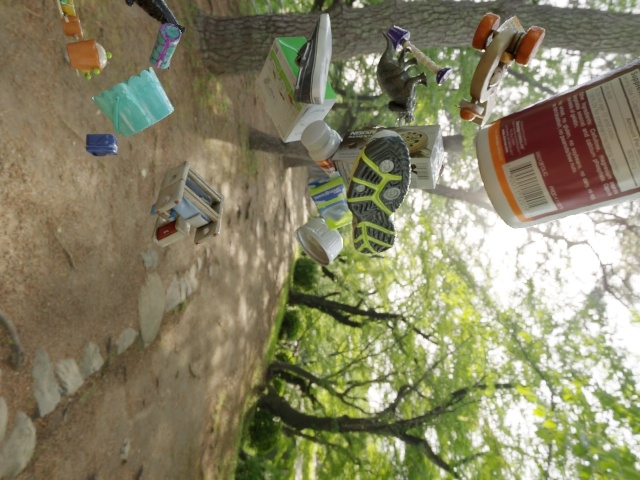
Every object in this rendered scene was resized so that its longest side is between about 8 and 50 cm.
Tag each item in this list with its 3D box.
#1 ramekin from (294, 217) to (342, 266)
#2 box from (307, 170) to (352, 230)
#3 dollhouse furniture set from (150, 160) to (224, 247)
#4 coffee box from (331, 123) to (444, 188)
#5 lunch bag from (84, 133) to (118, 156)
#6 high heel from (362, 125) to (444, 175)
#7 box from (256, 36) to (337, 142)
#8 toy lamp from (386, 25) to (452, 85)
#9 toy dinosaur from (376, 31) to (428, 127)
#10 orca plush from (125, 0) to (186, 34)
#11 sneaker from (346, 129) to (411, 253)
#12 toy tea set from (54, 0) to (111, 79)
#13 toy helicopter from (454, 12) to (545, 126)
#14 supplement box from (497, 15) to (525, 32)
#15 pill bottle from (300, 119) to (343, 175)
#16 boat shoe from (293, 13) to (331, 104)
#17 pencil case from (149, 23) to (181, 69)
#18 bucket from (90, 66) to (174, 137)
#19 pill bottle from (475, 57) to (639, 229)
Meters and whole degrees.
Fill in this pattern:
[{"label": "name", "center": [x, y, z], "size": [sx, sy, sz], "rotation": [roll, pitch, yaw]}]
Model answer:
[{"label": "ramekin", "center": [0.000, 0.000, 1.781], "size": [0.207, 0.109, 0.207], "rotation": [39, -24, 21]}, {"label": "box", "center": [0.044, -0.120, 1.301], "size": [0.042, 0.109, 0.178], "rotation": [-97, 160, -49]}, {"label": "dollhouse furniture set", "center": [-0.334, -0.058, 0.936], "size": [0.129, 0.184, 0.128], "rotation": [48, 27, -42]}, {"label": "coffee box", "center": [0.206, -0.252, 1.267], "size": [0.168, 0.298, 0.118], "rotation": [-64, 146, -37]}, {"label": "lunch bag", "center": [-0.726, -0.312, 1.379], "size": [0.067, 0.099, 0.065], "rotation": [145, -58, -83]}, {"label": "high heel", "center": [0.349, -0.365, 1.681], "size": [0.181, 0.377, 0.127], "rotation": [-12, 137, -58]}, {"label": "box", "center": [-0.095, -0.517, 1.448], "size": [0.261, 0.127, 0.231], "rotation": [64, -32, 12]}, {"label": "toy lamp", "center": [0.355, -0.682, 1.522], "size": [0.275, 0.080, 0.080], "rotation": [43, -8, 11]}, {"label": "toy dinosaur", "center": [0.256, -0.539, 1.387], "size": [0.313, 0.161, 0.121], "rotation": [59, 18, -12]}, {"label": "orca plush", "center": [-0.576, -0.757, 1.325], "size": [0.102, 0.151, 0.287], "rotation": [-54, 130, -26]}, {"label": "sneaker", "center": [0.124, -0.122, 1.021], "size": [0.384, 0.145, 0.147], "rotation": [93, -7, -55]}, {"label": "toy tea set", "center": [-0.770, -0.702, 1.356], "size": [0.200, 0.125, 0.335], "rotation": [39, -44, 56]}, {"label": "toy helicopter", "center": [0.436, -0.388, 1.095], "size": [0.234, 0.140, 0.355], "rotation": [-59, 160, -1]}, {"label": "supplement box", "center": [0.549, -0.600, 1.220], "size": [0.062, 0.098, 0.036], "rotation": [50, -22, -15]}, {"label": "pill bottle", "center": [0.036, -0.300, 1.425], "size": [0.221, 0.121, 0.121], "rotation": [39, 38, -44]}, {"label": "boat shoe", "center": [-0.027, -0.548, 1.256], "size": [0.108, 0.102, 0.300], "rotation": [53, 42, -75]}, {"label": "pencil case", "center": [-0.482, -0.599, 1.293], "size": [0.152, 0.065, 0.070], "rotation": [-29, -126, 53]}, {"label": "bucket", "center": [-0.747, -0.553, 1.683], "size": [0.281, 0.282, 0.183], "rotation": [-92, 158, -60]}, {"label": "pill bottle", "center": [0.500, -0.174, 0.719], "size": [0.224, 0.393, 0.223], "rotation": [23, 59, -44]}]
